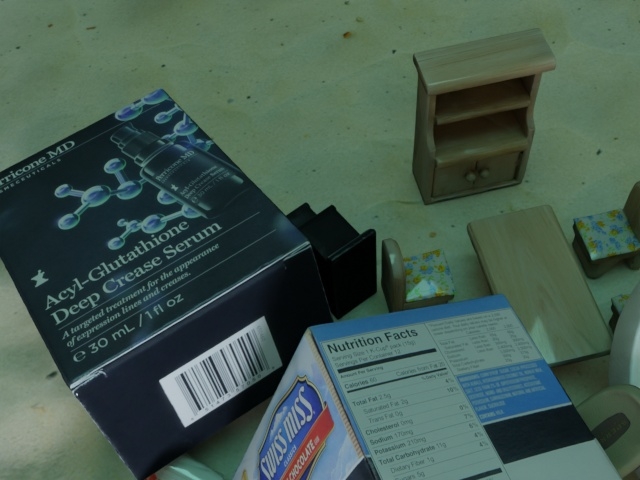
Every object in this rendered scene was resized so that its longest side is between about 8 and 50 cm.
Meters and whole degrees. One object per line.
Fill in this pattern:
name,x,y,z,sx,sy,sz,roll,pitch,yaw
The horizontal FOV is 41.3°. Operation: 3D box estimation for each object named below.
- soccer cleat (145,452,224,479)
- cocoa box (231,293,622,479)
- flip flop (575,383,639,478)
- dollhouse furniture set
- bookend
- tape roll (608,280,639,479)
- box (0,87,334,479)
soccer cleat,-0.163,0.290,1.031,0.076,0.068,0.196,-27,59,-31
cocoa box,0.074,0.251,0.836,0.231,0.347,0.228,-7,53,-28
flip flop,0.255,0.263,0.929,0.080,0.277,0.112,5,43,-50
dollhouse furniture set,0.252,-0.033,1.092,0.362,0.256,0.394,-13,57,-4
bookend,0.000,0.000,1.148,0.072,0.156,0.157,-34,60,-17
tape roll,0.525,0.163,0.960,0.391,0.072,0.392,0,83,-3
box,-0.211,0.035,1.064,0.293,0.212,0.395,-32,48,-15
